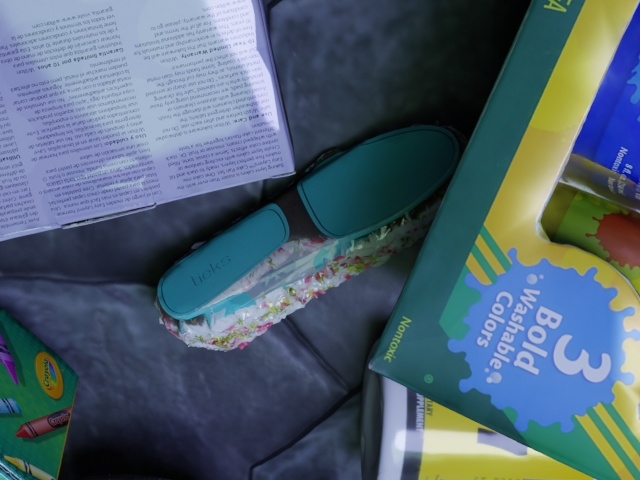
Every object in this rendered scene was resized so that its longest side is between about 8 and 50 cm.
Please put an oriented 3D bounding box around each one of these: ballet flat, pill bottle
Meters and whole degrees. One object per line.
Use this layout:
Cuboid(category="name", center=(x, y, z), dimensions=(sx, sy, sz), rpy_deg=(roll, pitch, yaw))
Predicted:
Cuboid(category="ballet flat", center=(0.000, 0.000, 1.081), dimensions=(0.241, 0.091, 0.077), rpy_deg=(-27, 144, 12))
Cuboid(category="pill bottle", center=(0.137, 0.129, 1.120), dimensions=(0.208, 0.119, 0.119), rpy_deg=(3, 114, -7))

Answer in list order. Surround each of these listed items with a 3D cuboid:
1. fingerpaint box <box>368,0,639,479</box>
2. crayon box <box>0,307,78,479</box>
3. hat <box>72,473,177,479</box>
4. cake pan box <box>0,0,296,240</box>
Cuboid(category="fingerpaint box", center=(0.289, -0.053, 0.919), dimensions=(0.371, 0.163, 0.445), rpy_deg=(26, 101, 9))
Cuboid(category="crayon box", center=(-0.286, 0.189, 1.056), dimensions=(0.278, 0.165, 0.081), rpy_deg=(-42, 109, 15))
Cuboid(category="hat", center=(-0.112, 0.233, 1.105), dimensions=(0.331, 0.331, 0.134), rpy_deg=(19, 73, -13))
Cuboid(category="cake pan box", center=(-0.166, -0.131, 1.002), dimensions=(0.267, 0.070, 0.246), rpy_deg=(-14, 113, 1))
